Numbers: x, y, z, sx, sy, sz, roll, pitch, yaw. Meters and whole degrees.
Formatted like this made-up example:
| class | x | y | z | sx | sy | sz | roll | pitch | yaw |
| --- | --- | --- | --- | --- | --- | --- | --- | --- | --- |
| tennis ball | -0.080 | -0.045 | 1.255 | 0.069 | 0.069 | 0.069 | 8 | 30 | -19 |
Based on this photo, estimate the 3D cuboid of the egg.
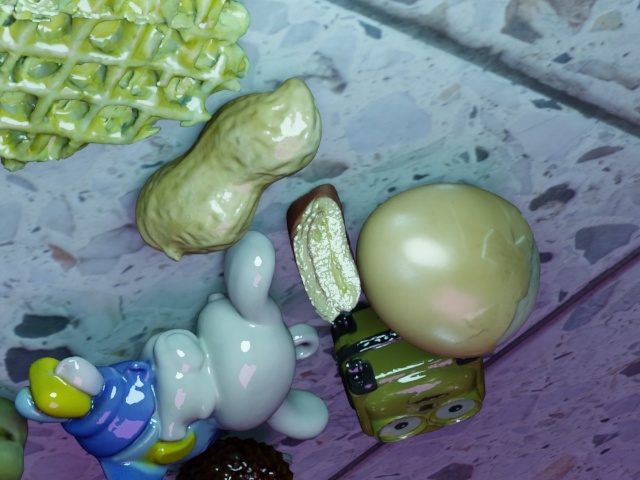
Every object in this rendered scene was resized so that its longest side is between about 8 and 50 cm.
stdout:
| class | x | y | z | sx | sy | sz | roll | pitch | yaw |
| --- | --- | --- | --- | --- | --- | --- | --- | --- | --- |
| egg | 0.145 | 0.031 | 1.561 | 0.244 | 0.201 | 0.201 | 22 | 130 | -38 |

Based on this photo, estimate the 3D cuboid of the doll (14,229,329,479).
| class | x | y | z | sx | sy | sz | roll | pitch | yaw |
| --- | --- | --- | --- | --- | --- | --- | --- | --- | --- |
| doll | -0.174 | 0.176 | 1.654 | 0.365 | 0.187 | 0.376 | -23 | 122 | -9 |

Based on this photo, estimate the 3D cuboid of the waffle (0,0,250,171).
| class | x | y | z | sx | sy | sz | roll | pitch | yaw |
| --- | --- | --- | --- | --- | --- | --- | --- | --- | --- |
| waffle | -0.211 | -0.175 | 1.173 | 0.317 | 0.073 | 0.297 | -20 | 148 | 1 |

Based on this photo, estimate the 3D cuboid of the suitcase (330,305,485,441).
| class | x | y | z | sx | sy | sz | roll | pitch | yaw |
| --- | --- | --- | --- | --- | --- | --- | --- | --- | --- |
| suitcase | 0.122 | 0.171 | 1.811 | 0.194 | 0.143 | 0.235 | -19 | 149 | -1 |

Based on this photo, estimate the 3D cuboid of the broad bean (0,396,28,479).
| class | x | y | z | sx | sy | sz | roll | pitch | yaw |
| --- | --- | --- | --- | --- | --- | --- | --- | --- | --- |
| broad bean | -0.478 | 0.294 | 1.704 | 0.189 | 0.121 | 0.263 | 15 | 137 | -37 |

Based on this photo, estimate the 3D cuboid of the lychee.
| class | x | y | z | sx | sy | sz | roll | pitch | yaw |
| --- | --- | --- | --- | --- | --- | --- | --- | --- | --- |
| lychee | -0.127 | 0.373 | 1.967 | 0.188 | 0.188 | 0.188 | -14 | 148 | -9 |

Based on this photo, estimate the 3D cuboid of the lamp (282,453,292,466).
| class | x | y | z | sx | sy | sz | roll | pitch | yaw |
| --- | --- | --- | --- | --- | --- | --- | --- | --- | --- |
| lamp | -0.072 | 0.408 | 2.159 | 0.050 | 0.056 | 0.198 | -8 | 143 | -12 |

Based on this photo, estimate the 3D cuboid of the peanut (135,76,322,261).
| class | x | y | z | sx | sy | sz | roll | pitch | yaw |
| --- | --- | --- | --- | --- | --- | --- | --- | --- | --- |
| peanut | -0.091 | -0.069 | 1.367 | 0.263 | 0.117 | 0.101 | -43 | 162 | 29 |

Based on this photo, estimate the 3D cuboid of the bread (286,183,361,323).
| class | x | y | z | sx | sy | sz | roll | pitch | yaw |
| --- | --- | --- | --- | --- | --- | --- | --- | --- | --- |
| bread | -0.001 | 0.000 | 1.518 | 0.067 | 0.192 | 0.119 | -14 | 111 | 0 |
